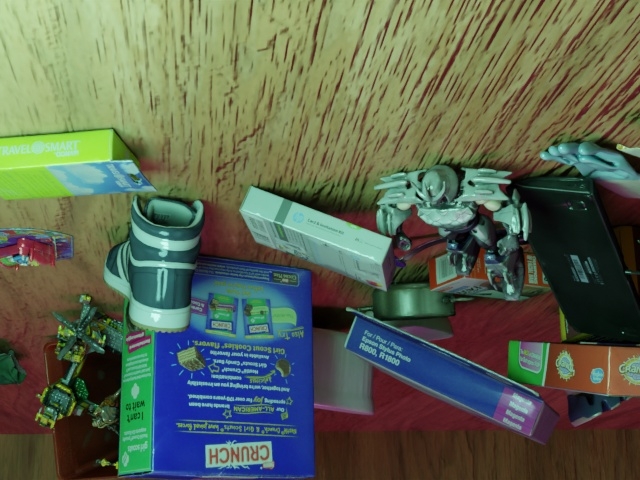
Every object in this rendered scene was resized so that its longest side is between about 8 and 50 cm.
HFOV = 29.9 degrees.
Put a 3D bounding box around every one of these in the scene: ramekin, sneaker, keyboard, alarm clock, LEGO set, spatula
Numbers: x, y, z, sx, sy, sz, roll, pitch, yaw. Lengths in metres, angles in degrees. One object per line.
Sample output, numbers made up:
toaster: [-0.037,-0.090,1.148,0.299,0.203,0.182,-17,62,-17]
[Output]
ramekin: [-0.031,0.231,2.168,0.277,0.135,0.277,9,171,1]
sneaker: [-0.215,0.004,1.541,0.099,0.153,0.282,2,-166,-19]
keyboard: [0.363,0.030,1.490,0.201,0.033,0.317,8,147,36]
alarm clock: [0.160,0.093,1.868,0.192,0.064,0.129,-5,175,44]
LEGO set: [-0.331,0.263,1.987,0.331,0.255,0.192,34,-167,5]
spatula: [0.162,0.008,1.662,0.296,0.030,0.084,-9,160,25]
sneaker: [0.536,0.178,2.129,0.315,0.182,0.127,-28,173,-17]

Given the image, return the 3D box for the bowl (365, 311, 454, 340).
bowl: [0.147,0.143,2.097,0.142,0.053,0.142,-14,160,35]

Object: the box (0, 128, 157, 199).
box: [-0.276,-0.080,1.298,0.178,0.042,0.109,-3,165,7]

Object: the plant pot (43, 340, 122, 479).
plant pot: [-0.344,0.307,2.313,0.267,0.268,0.235,-9,176,25]

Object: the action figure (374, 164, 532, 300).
action figure: [0.174,-0.018,1.449,0.185,0.099,0.285,11,166,27]

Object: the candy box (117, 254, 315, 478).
candy box: [-0.150,0.193,1.767,0.268,0.317,0.122,9,161,-31]

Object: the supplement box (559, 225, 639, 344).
supplement box: [0.472,0.070,1.724,0.194,0.129,0.191,4,164,-16]

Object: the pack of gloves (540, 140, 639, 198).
pack of gloves: [0.374,-0.093,1.340,0.195,0.046,0.232,3,171,43]

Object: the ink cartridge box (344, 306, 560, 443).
ink cartridge box: [0.206,0.222,1.902,0.324,0.071,0.330,24,175,21]

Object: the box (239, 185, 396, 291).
box: [0.000,0.000,1.486,0.186,0.038,0.145,22,168,11]

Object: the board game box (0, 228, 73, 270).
board game box: [-0.412,0.022,1.667,0.133,0.033,0.169,2,163,-11]

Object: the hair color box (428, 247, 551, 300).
hair color box: [0.255,0.050,1.779,0.167,0.053,0.093,6,162,-27]

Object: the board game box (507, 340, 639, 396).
board game box: [0.440,0.182,1.702,0.242,0.064,0.316,3,176,-15]

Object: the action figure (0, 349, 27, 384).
action figure: [-0.651,0.252,2.399,0.137,0.064,0.232,-5,160,7]
